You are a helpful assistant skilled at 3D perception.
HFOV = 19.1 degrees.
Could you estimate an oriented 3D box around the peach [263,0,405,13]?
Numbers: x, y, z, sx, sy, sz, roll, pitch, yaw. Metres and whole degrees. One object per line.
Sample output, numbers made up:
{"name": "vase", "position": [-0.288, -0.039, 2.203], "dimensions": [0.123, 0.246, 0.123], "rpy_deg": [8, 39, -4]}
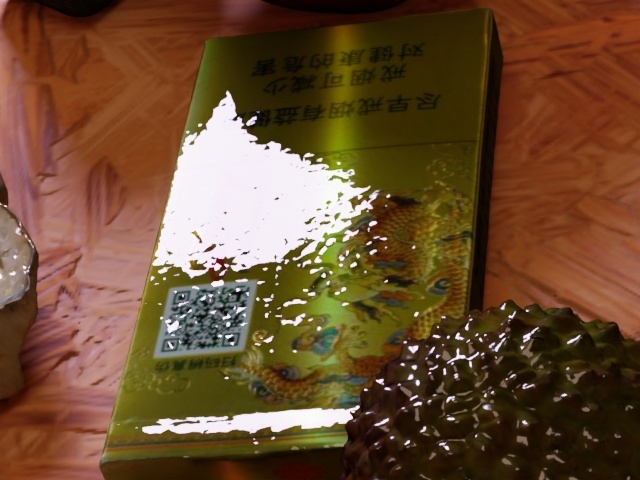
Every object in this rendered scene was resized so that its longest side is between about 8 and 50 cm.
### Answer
{"name": "peach", "position": [0.007, -0.247, 1.094], "dimensions": [0.243, 0.243, 0.199], "rpy_deg": [-22, 49, -2]}

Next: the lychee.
{"name": "lychee", "position": [0.081, 0.096, 0.759], "dimensions": [0.171, 0.171, 0.171], "rpy_deg": [-10, 43, 10]}

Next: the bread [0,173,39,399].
{"name": "bread", "position": [-0.222, 0.002, 1.033], "dimensions": [0.128, 0.088, 0.232], "rpy_deg": [-32, 50, 0]}

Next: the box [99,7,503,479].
{"name": "box", "position": [0.000, 0.000, 0.979], "dimensions": [0.173, 0.043, 0.311], "rpy_deg": [-6, 44, 14]}

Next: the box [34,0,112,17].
{"name": "box", "position": [-0.158, -0.248, 1.179], "dimensions": [0.090, 0.201, 0.144], "rpy_deg": [27, 58, 34]}
